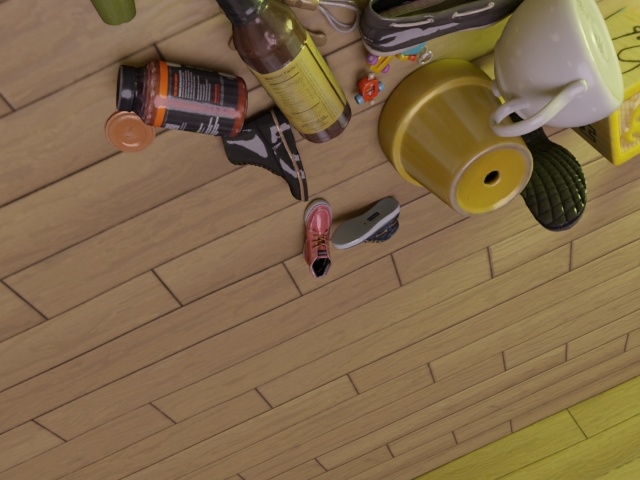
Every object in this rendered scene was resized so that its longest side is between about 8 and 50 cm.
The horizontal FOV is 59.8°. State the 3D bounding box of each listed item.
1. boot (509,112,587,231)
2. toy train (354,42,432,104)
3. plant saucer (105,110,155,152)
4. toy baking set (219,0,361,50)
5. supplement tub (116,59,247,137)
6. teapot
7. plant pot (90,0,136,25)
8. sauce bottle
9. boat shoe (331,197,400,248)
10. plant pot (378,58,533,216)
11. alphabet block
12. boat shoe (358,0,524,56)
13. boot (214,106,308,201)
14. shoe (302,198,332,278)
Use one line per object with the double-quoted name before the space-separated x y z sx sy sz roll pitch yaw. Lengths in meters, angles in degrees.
"boot" 0.471 -0.101 1.154 0.118 0.338 0.223 -19 134 18
"toy train" 0.123 -0.324 1.011 0.166 0.046 0.125 -34 158 -2
"plant saucer" -0.329 -0.188 0.965 0.083 0.013 0.083 -12 134 -13
"toy baking set" -0.033 -0.379 0.904 0.256 0.030 0.196 -35 141 19
"supplement tub" -0.225 -0.232 0.903 0.197 0.106 0.106 4 129 -26
"teapot" 0.375 -0.289 0.936 0.187 0.253 0.256 -19 168 39
"plant pot" -0.297 -0.353 0.788 0.083 0.083 0.079 -16 146 -8
"sauce bottle" -0.063 -0.296 0.880 0.111 0.111 0.344 -32 140 8
"boat shoe" 0.108 -0.017 1.248 0.183 0.065 0.083 -32 140 -17
"plant pot" 0.270 -0.179 1.065 0.254 0.239 0.254 -13 135 -13
"alphabet block" 0.604 -0.307 1.115 0.192 0.197 0.193 -33 135 8
"boat shoe" 0.222 -0.403 0.909 0.335 0.112 0.095 -24 165 -1
"boot" -0.106 -0.148 1.064 0.137 0.077 0.198 -18 122 0
"shoe" 0.000 0.000 1.228 0.063 0.081 0.178 -6 133 -18
